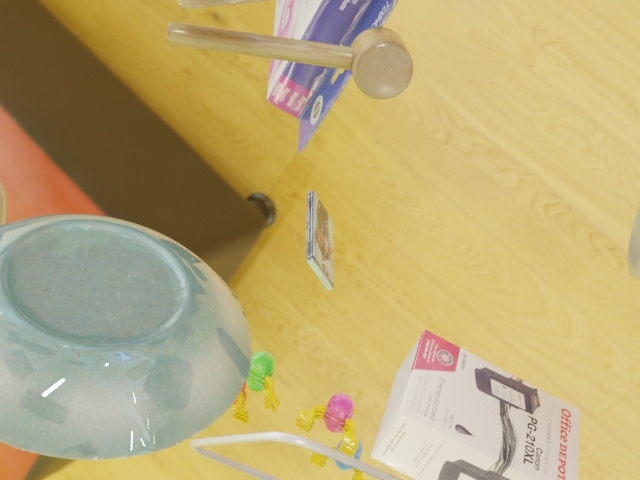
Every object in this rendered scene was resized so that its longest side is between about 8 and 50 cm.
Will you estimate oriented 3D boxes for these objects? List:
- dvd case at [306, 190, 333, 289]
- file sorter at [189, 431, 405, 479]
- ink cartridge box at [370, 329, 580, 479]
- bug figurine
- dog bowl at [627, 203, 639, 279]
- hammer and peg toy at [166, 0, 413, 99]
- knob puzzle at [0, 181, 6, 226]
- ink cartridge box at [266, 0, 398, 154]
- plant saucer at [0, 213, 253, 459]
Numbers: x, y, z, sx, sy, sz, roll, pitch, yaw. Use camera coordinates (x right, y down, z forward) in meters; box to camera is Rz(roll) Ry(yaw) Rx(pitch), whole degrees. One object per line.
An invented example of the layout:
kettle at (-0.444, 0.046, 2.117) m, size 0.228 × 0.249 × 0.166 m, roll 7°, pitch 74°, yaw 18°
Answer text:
dvd case at (0.000, 0.000, 1.276) m, size 0.013 × 0.087 × 0.119 m, roll -10°, pitch 55°, yaw 17°
file sorter at (-0.038, 0.309, 0.693) m, size 0.173 × 0.277 × 0.193 m, roll 28°, pitch 152°, yaw -26°
ink cartridge box at (0.204, 0.245, 1.129) m, size 0.237 × 0.172 × 0.100 m, roll 27°, pitch 124°, yaw 0°
bug figurine at (-0.037, 0.232, 1.218) m, size 0.279 × 0.072 × 0.216 m, roll 29°, pitch 151°, yaw 6°
dog bowl at (0.462, -0.088, 0.937) m, size 0.102 × 0.349 × 0.348 m, roll 31°, pitch 117°, yaw 31°
hammer and peg toy at (-0.011, -0.278, 0.744) m, size 0.266 × 0.127 × 0.361 m, roll -7°, pitch 120°, yaw -6°
knob puzzle at (-0.310, -0.003, 0.642) m, size 0.213 × 0.030 × 0.213 m, roll 1°, pitch 100°, yaw 4°
ink cartridge box at (0.009, -0.349, 1.278) m, size 0.072 × 0.330 × 0.324 m, roll 16°, pitch 141°, yaw -18°
plant saucer at (-0.130, 0.035, 0.507) m, size 0.195 × 0.195 × 0.037 m, roll 33°, pitch 127°, yaw 17°
